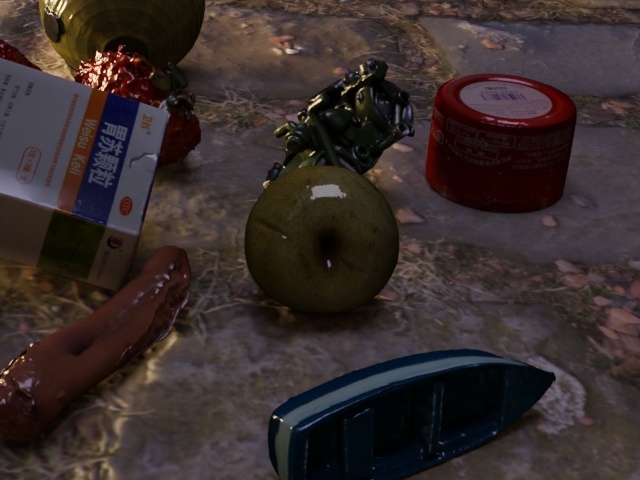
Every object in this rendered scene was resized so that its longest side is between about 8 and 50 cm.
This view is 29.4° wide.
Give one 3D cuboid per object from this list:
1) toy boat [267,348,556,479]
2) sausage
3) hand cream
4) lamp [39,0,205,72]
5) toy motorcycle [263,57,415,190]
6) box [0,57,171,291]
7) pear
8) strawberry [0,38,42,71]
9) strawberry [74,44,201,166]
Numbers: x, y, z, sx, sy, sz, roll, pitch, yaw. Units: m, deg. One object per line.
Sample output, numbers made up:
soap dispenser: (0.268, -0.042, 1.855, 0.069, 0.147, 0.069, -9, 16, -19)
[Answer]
toy boat: (0.087, 0.150, 1.094, 0.299, 0.096, 0.061, -12, 23, -32)
sausage: (-0.212, 0.094, 1.176, 0.078, 0.078, 0.304, 17, 32, 22)
hand cream: (0.236, -0.131, 1.602, 0.193, 0.125, 0.193, 5, 30, -3)
lamp: (-0.289, -0.334, 1.807, 0.250, 0.250, 0.284, -3, 48, -13)
toy motorcycle: (0.007, -0.117, 1.489, 0.205, 0.127, 0.275, -29, 18, 43)
box: (-0.331, -0.087, 1.321, 0.299, 0.106, 0.200, 16, 46, -11)
pear: (0.000, 0.000, 1.295, 0.167, 0.167, 0.136, -2, 16, -12)
strawberry: (-0.455, -0.230, 1.693, 0.148, 0.131, 0.131, -19, 35, -23)
strawberry: (-0.254, -0.157, 1.589, 0.107, 0.175, 0.236, -54, 20, -24)
